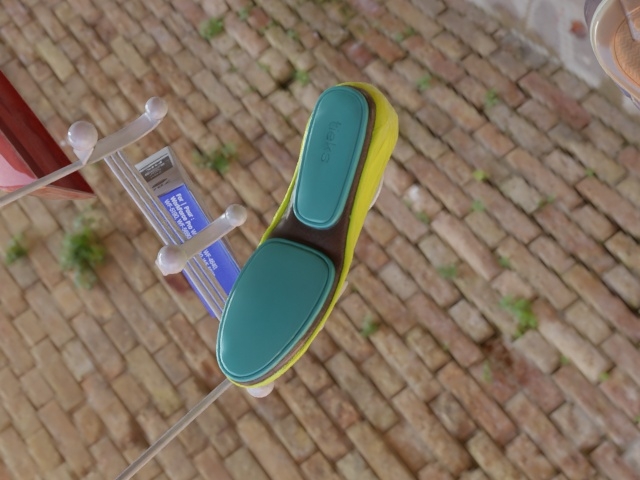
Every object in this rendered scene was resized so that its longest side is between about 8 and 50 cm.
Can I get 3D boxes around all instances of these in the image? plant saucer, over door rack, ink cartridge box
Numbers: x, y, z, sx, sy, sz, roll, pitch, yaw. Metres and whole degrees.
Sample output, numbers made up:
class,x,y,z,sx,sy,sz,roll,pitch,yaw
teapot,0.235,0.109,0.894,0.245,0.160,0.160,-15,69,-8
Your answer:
class,x,y,z,sx,sy,sz,roll,pitch,yaw
plant saucer,-0.376,-0.144,1.207,0.258,0.047,0.259,52,180,1
over door rack,-0.156,0.049,0.761,0.239,0.324,0.108,54,137,-2
ink cartridge box,-0.157,-0.012,1.298,0.165,0.065,0.332,60,176,-16

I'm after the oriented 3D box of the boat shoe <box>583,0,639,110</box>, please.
class,x,y,z,sx,sy,sz,roll,pitch,yaw
boat shoe,0.317,-0.107,0.843,0.285,0.103,0.092,36,-157,-19

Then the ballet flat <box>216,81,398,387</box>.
class,x,y,z,sx,sy,sz,roll,pitch,yaw
ballet flat,0.000,0.000,0.760,0.077,0.231,0.077,23,-176,26
